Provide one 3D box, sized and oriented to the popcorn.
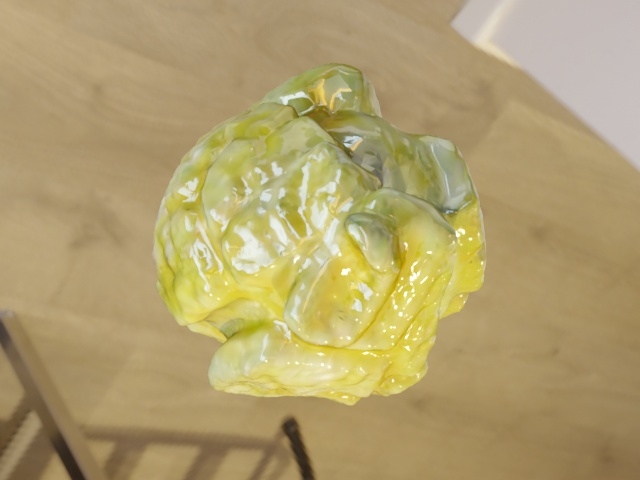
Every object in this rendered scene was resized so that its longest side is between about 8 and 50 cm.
[{"bbox_3d":[0.000,-0.001,0.759,0.187,0.185,0.167,-21,153,-53],"label":"popcorn"}]
